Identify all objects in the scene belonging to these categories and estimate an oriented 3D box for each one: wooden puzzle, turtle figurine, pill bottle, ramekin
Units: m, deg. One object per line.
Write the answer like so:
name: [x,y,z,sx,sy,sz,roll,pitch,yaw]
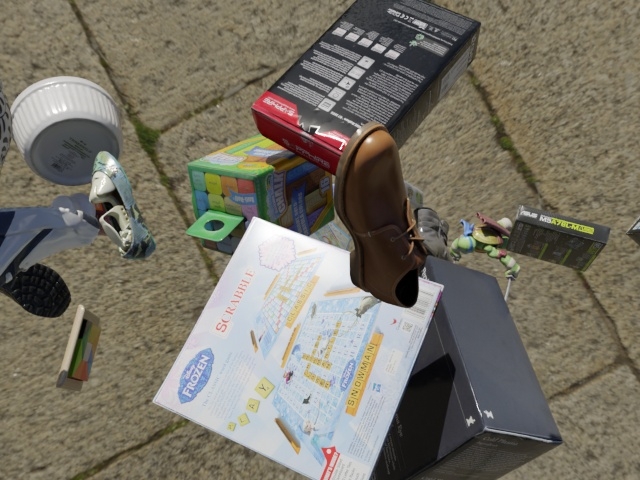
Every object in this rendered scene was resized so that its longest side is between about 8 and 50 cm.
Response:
wooden puzzle: [-0.669,0.309,1.640,0.044,0.239,0.221,11,72,-7]
turtle figurine: [0.483,0.048,1.675,0.266,0.198,0.275,-18,91,-34]
pill bottle: [-0.479,-0.054,1.214,0.086,0.152,0.086,-1,88,24]
ramekin: [-0.487,-0.202,1.139,0.207,0.207,0.109,-33,56,1]

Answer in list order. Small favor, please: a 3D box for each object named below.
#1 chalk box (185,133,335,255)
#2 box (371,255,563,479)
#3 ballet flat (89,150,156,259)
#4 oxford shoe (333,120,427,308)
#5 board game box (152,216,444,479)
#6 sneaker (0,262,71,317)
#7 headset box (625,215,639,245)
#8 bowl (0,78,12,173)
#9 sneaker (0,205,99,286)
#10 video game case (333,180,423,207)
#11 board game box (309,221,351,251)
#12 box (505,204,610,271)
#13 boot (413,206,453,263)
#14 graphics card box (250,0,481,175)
chalk box: [-0.127,-0.080,1.111,0.180,0.289,0.179,13,121,33]
box: [0.212,0.266,1.071,0.179,0.343,0.312,16,133,-26]
ballet flat: [-0.324,-0.055,0.915,0.070,0.070,0.188,-30,84,1]
oxford shoe: [0.066,-0.015,0.532,0.076,0.212,0.076,-40,52,-21]
board game box: [-0.025,0.158,0.851,0.318,0.066,0.319,21,68,15]
sneaker: [-0.706,0.077,1.329,0.283,0.124,0.107,43,67,-35]
headset box: [0.674,0.032,0.889,0.283,0.246,0.131,42,88,-1]
bowl: [-0.331,-0.125,0.502,0.170,0.170,0.080,19,48,3]
sneaker: [-0.321,0.047,0.537,0.094,0.235,0.153,3,98,43]
video game case: [0.162,-0.135,1.822,0.269,0.244,0.061,-1,85,23]
board game box: [0.000,0.000,1.354,0.154,0.026,0.103,40,62,-35]
box: [0.512,-0.002,1.277,0.184,0.191,0.045,14,72,16]
boot: [0.308,-0.008,1.778,0.118,0.338,0.223,-17,61,25]
graphics card box: [0.086,-0.282,1.023,0.232,0.094,0.371,31,70,22]
